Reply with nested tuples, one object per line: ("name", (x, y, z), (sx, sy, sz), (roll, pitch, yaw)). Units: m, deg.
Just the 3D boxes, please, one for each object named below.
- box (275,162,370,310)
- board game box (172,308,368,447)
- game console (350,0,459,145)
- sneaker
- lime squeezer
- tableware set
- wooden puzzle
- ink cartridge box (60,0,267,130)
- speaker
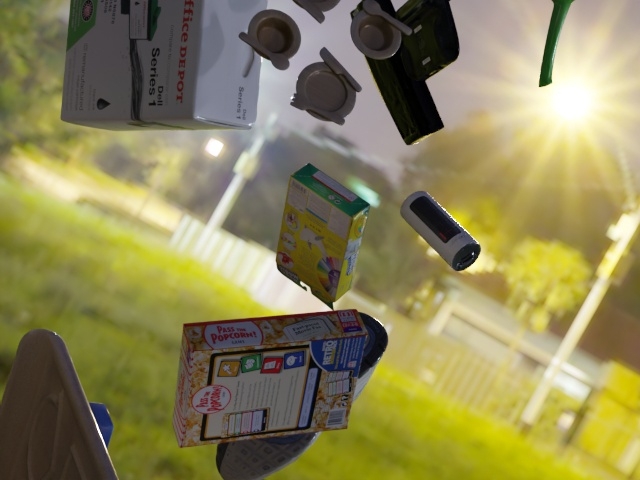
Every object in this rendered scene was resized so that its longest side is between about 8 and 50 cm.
("box", (0.000, 0.000, 2.006), (0.105, 0.043, 0.179), (35, -42, 21))
("board game box", (-0.056, 0.148, 1.701), (0.193, 0.147, 0.045), (-4, 40, -18))
("game console", (0.129, -0.250, 2.149), (0.213, 0.044, 0.361), (67, -12, 0))
("sneaker", (-0.018, 0.230, 2.129), (0.111, 0.297, 0.129), (42, -21, 22))
("lime squeezer", (0.296, -0.367, 2.087), (0.058, 0.310, 0.110), (-13, -3, -23))
("tableware set", (0.002, -0.204, 1.574), (0.141, 0.169, 0.020), (38, -27, -7))
("wooden puzzle", (-0.271, 0.313, 1.672), (0.080, 0.322, 0.348), (6, 26, -31))
("ink cartridge box", (-0.171, -0.201, 1.702), (0.219, 0.160, 0.092), (2, -3, 42))
("speaker", (0.178, -0.014, 2.347), (0.055, 0.055, 0.136), (31, 14, -51))
